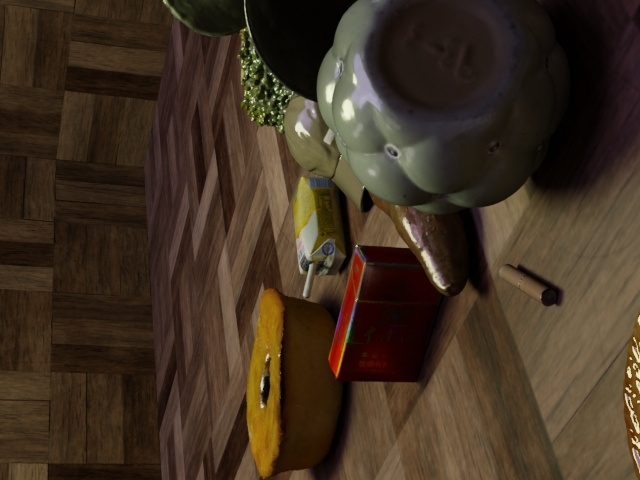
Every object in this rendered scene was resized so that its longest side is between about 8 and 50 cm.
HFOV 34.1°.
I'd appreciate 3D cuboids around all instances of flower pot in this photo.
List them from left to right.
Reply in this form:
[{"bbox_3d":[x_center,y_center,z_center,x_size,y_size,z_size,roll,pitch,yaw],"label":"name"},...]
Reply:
[{"bbox_3d":[0.118,-0.147,1.009,0.195,0.246,0.246,57,-148,-76],"label":"flower pot"}]

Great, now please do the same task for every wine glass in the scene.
[{"bbox_3d":[-0.064,-0.351,1.393,0.406,0.267,0.267,31,116,55],"label":"wine glass"}]

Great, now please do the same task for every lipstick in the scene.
[{"bbox_3d":[0.206,0.044,1.043,0.094,0.019,0.019,-137,54,-69],"label":"lipstick"}]

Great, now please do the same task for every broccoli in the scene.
[{"bbox_3d":[-0.053,-0.295,1.695,0.273,0.180,0.243,-109,28,-53],"label":"broccoli"}]

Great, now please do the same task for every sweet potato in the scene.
[{"bbox_3d":[0.113,-0.046,1.248,0.292,0.097,0.097,-109,29,-52],"label":"sweet potato"}]

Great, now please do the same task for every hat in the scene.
[{"bbox_3d":[0.010,-0.134,1.551,0.173,0.144,0.166,-90,15,-55],"label":"hat"}]

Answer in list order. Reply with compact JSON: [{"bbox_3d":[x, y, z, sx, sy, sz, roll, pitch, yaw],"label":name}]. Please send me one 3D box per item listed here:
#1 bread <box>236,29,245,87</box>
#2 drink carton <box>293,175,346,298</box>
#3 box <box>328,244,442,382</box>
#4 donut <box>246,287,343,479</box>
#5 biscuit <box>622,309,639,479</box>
[{"bbox_3d":[-0.084,-0.351,1.877,0.160,0.140,0.169,-135,47,-82],"label":"bread"},{"bbox_3d":[0.000,0.000,1.631,0.084,0.074,0.200,120,148,-56],"label":"drink carton"},{"bbox_3d":[0.083,0.093,1.281,0.048,0.112,0.175,-113,31,-57],"label":"box"},{"bbox_3d":[-0.043,0.227,1.666,0.303,0.110,0.303,-177,90,-75],"label":"donut"},{"bbox_3d":[0.277,0.142,0.767,0.144,0.033,0.224,112,156,-49],"label":"biscuit"}]
